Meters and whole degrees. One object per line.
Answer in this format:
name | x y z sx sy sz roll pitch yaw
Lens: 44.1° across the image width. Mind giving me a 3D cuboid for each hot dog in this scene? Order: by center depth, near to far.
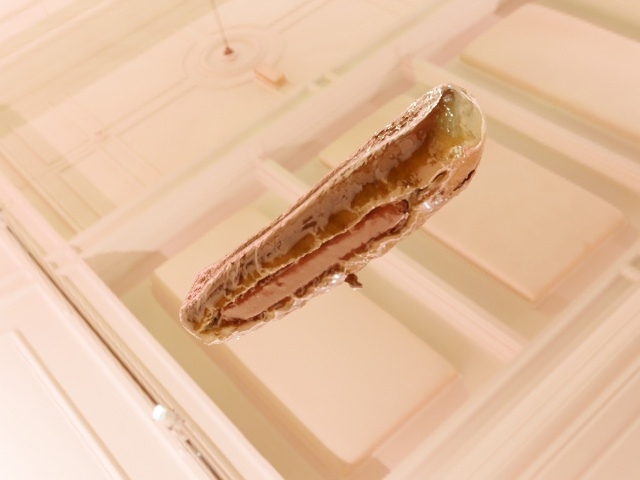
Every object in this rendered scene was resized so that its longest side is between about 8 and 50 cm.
hot dog | -0.002 -0.003 0.516 0.286 0.061 0.087 -32 -153 45
